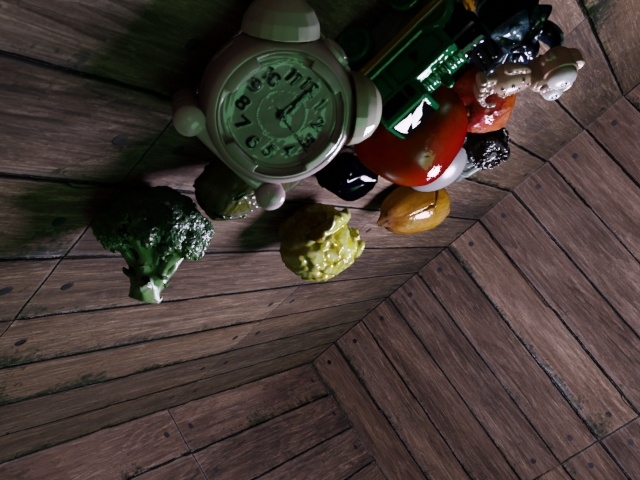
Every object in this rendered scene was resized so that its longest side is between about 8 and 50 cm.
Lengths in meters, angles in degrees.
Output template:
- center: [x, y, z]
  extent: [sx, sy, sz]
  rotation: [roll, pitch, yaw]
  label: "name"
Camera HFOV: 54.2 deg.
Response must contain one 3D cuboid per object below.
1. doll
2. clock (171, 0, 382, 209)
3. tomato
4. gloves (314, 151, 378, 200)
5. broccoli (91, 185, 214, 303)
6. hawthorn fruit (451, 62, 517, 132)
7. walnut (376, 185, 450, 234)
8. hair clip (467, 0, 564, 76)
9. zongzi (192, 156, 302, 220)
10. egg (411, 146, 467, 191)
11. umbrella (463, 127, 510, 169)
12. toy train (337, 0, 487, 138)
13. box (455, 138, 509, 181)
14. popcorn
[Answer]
- center: [0.546, -0.428, 1.653]
  extent: [0.278, 0.119, 0.154]
  rotation: [-14, 157, 9]
  label: "doll"
- center: [-0.078, -0.267, 1.215]
  extent: [0.326, 0.184, 0.342]
  rotation: [-39, 127, 15]
  label: "clock"
- center: [0.237, -0.273, 1.582]
  extent: [0.298, 0.298, 0.226]
  rotation: [-42, 126, 18]
  label: "tomato"
- center: [0.096, -0.198, 1.904]
  extent: [0.197, 0.152, 0.301]
  rotation: [-15, -171, 32]
  label: "gloves"
- center: [-0.383, 0.006, 1.416]
  extent: [0.270, 0.270, 0.270]
  rotation: [4, 100, -61]
  label: "broccoli"
- center: [0.468, -0.411, 1.883]
  extent: [0.243, 0.207, 0.207]
  rotation: [-41, 168, -39]
  label: "hawthorn fruit"
- center: [0.350, -0.123, 2.391]
  extent: [0.336, 0.209, 0.209]
  rotation: [-24, 158, -26]
  label: "walnut"
- center: [0.521, -0.557, 1.683]
  extent: [0.206, 0.194, 0.310]
  rotation: [-28, 162, -1]
  label: "hair clip"
- center: [-0.155, -0.143, 1.542]
  extent: [0.323, 0.160, 0.360]
  rotation: [-41, 170, -14]
  label: "zongzi"
- center: [0.396, -0.265, 2.165]
  extent: [0.232, 0.176, 0.176]
  rotation: [-44, 159, 32]
  label: "egg"
- center: [0.532, -0.328, 2.081]
  extent: [0.154, 0.128, 0.336]
  rotation: [-59, -165, 15]
  label: "umbrella"
- center: [0.202, -0.407, 1.386]
  extent: [0.429, 0.249, 0.178]
  rotation: [-41, 160, 18]
  label: "toy train"
- center: [0.563, -0.331, 2.338]
  extent: [0.243, 0.163, 0.135]
  rotation: [-34, 170, -9]
  label: "box"
- center: [-0.005, -0.004, 2.015]
  extent: [0.293, 0.293, 0.237]
  rotation: [-38, 125, 8]
  label: "popcorn"
